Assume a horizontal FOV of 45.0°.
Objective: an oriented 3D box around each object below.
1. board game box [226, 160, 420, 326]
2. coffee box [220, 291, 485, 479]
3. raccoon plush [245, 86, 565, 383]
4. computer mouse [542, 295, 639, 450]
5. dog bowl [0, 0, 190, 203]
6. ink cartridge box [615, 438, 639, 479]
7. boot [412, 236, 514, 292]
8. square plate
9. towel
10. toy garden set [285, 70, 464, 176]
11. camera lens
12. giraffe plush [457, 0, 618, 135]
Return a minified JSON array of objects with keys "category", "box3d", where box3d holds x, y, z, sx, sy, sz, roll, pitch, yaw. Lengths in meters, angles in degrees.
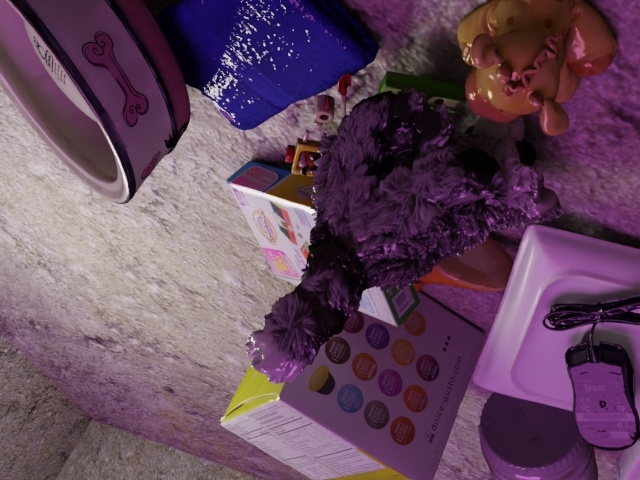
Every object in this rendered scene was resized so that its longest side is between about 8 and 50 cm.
[{"category":"board game box","box3d":[0.000,0.000,1.318,0.317,0.064,0.242,20,145,44]},{"category":"coffee box","box3d":[0.057,0.280,1.549,0.334,0.337,0.338,33,150,-10]},{"category":"raccoon plush","box3d":[0.111,-0.004,1.028,0.299,0.446,0.216,22,-153,-50]},{"category":"computer mouse","box3d":[0.455,0.191,1.154,0.184,0.060,0.262,-13,108,28]},{"category":"dog bowl","box3d":[-0.351,-0.257,1.112,0.408,0.150,0.408,41,157,21]},{"category":"ink cartridge box","box3d":[0.606,0.339,1.260,0.181,0.056,0.224,5,134,1]},{"category":"boot","box3d":[0.184,0.044,1.339,0.295,0.104,0.211,23,155,16]},{"category":"square plate","box3d":[0.445,0.160,1.200,0.347,0.049,0.344,14,127,6]},{"category":"towel","box3d":[-0.093,-0.278,1.074,0.228,0.076,0.308,36,149,-29]},{"category":"toy garden set","box3d":[0.065,-0.146,1.105,0.204,0.049,0.244,9,152,-9]},{"category":"camera lens","box3d":[0.453,0.437,1.604,0.220,0.219,0.274,8,145,29]},{"category":"giraffe plush","box3d":[0.225,-0.196,0.847,0.182,0.170,0.210,22,150,9]}]
